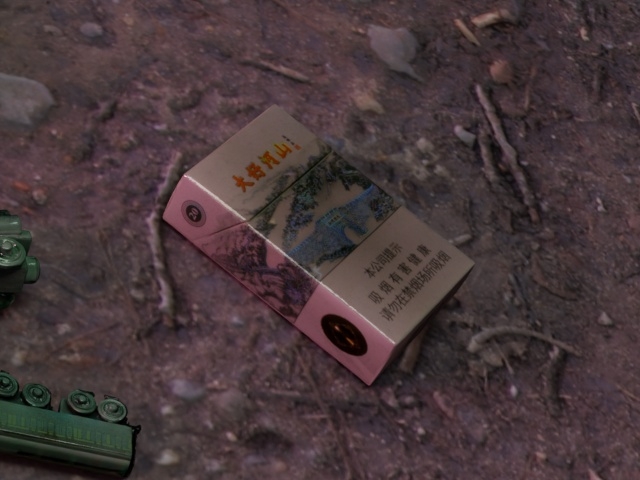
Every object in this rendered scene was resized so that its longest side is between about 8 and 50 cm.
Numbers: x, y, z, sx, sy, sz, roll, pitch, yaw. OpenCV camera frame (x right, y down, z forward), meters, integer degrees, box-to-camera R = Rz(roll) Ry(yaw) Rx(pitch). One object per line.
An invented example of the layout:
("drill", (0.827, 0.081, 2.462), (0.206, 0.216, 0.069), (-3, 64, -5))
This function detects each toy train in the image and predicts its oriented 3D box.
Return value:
("toy train", (-0.330, 0.009, 1.613), (0.178, 0.071, 0.104), (2, 39, -27))
("toy train", (-0.219, 0.153, 1.559), (0.148, 0.038, 0.071), (13, 48, -19))

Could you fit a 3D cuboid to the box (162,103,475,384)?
("box", (0.000, 0.000, 1.806), (0.256, 0.069, 0.164), (39, 42, 8))
